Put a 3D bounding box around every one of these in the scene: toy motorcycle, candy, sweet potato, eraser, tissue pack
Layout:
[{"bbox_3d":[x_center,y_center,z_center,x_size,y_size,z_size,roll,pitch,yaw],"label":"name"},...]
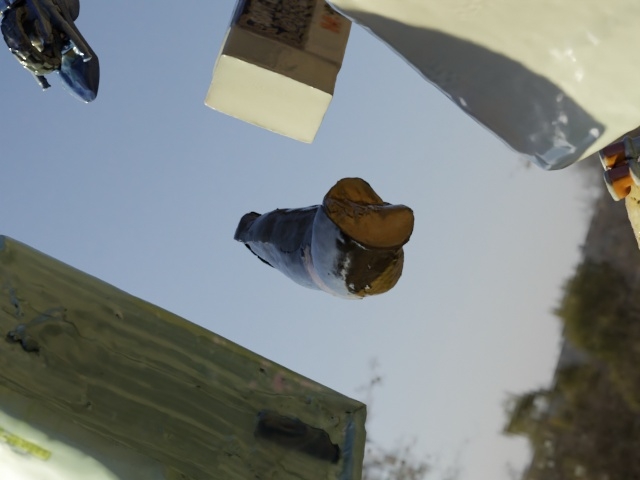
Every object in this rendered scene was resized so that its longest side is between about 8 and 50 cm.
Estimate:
[{"bbox_3d":[-0.252,-0.218,1.269,0.114,0.076,0.205,28,-145,-54],"label":"toy motorcycle"},{"bbox_3d":[0.180,-0.205,0.761,0.359,0.208,0.145,-35,32,40],"label":"candy"},{"bbox_3d":[0.005,-0.005,1.223,0.085,0.112,0.286,-47,19,-11],"label":"sweet potato"},{"bbox_3d":[-0.036,-0.225,1.550,0.279,0.124,0.081,-78,12,-51],"label":"eraser"},{"bbox_3d":[-0.180,0.204,1.045,0.388,0.287,0.162,-52,16,43],"label":"tissue pack"}]

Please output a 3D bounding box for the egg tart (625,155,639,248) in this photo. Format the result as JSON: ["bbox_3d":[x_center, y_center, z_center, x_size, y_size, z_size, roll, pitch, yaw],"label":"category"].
[{"bbox_3d":[0.542,-0.011,1.780,0.150,0.352,0.352,-40,-29,-28],"label":"egg tart"}]

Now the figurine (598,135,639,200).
[{"bbox_3d":[0.399,-0.110,1.383,0.271,0.143,0.143,-29,13,32],"label":"figurine"}]

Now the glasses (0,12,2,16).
[{"bbox_3d":[-0.325,-0.349,1.468,0.220,0.189,0.088,-39,9,-1],"label":"glasses"}]
